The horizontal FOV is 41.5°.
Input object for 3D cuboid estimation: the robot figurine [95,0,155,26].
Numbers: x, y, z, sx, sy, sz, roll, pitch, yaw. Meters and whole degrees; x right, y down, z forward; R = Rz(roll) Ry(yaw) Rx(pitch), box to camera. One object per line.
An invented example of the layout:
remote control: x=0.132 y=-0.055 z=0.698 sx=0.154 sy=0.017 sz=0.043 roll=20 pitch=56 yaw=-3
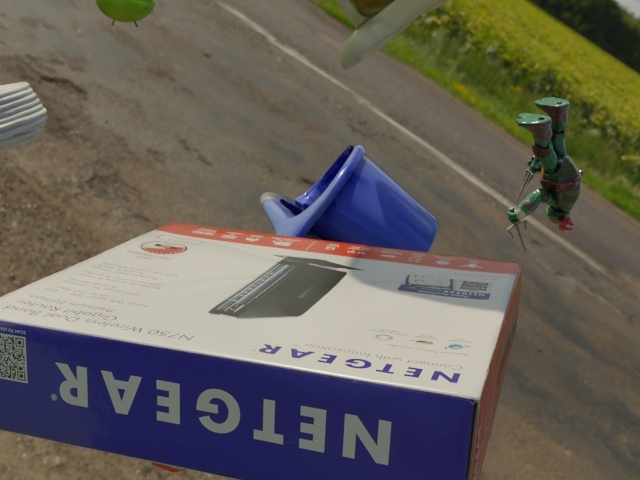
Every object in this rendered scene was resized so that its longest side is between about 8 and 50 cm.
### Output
robot figurine: x=-0.211 y=-0.290 z=0.913 sx=0.101 sy=0.115 sz=0.067 roll=16 pitch=17 yaw=39

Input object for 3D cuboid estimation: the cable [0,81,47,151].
cable: x=-0.509 y=-0.151 z=1.170 sx=0.257 sy=0.089 sz=0.257 roll=-25 pitch=16 yaw=-31

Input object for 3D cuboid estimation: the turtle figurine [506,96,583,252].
turtle figurine: x=0.373 y=-0.107 z=1.394 sx=0.118 sy=0.234 sz=0.175 roll=2 pitch=29 yaw=20

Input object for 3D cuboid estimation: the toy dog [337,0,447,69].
toy dog: x=0.068 y=-0.497 z=1.091 sx=0.408 sy=0.284 sz=0.395 roll=54 pitch=38 yaw=-6

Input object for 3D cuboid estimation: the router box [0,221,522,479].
router box: x=-0.028 y=0.071 z=0.643 sx=0.335 sy=0.082 sz=0.301 roll=7 pitch=14 yaw=15

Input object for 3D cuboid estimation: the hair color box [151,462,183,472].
hair color box: x=-0.177 y=0.231 z=1.128 sx=0.043 sy=0.072 sz=0.141 roll=36 pitch=46 yaw=-38

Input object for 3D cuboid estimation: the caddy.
caddy: x=0.000 y=0.000 z=1.020 sx=0.179 sy=0.241 sz=0.341 roll=37 pitch=5 yaw=-5
